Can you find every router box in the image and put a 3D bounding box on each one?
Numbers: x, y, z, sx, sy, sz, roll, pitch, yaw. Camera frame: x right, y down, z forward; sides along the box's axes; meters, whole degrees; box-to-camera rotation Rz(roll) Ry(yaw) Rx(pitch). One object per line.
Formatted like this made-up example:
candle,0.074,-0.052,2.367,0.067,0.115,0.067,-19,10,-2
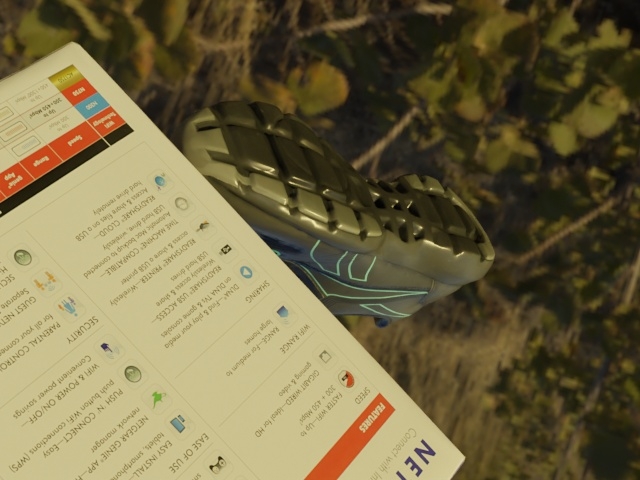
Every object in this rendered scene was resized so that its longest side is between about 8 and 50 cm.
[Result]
router box,-0.132,0.100,0.558,0.301,0.335,0.082,47,134,2

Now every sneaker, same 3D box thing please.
sneaker,0.000,0.000,0.787,0.267,0.101,0.106,22,126,-43
